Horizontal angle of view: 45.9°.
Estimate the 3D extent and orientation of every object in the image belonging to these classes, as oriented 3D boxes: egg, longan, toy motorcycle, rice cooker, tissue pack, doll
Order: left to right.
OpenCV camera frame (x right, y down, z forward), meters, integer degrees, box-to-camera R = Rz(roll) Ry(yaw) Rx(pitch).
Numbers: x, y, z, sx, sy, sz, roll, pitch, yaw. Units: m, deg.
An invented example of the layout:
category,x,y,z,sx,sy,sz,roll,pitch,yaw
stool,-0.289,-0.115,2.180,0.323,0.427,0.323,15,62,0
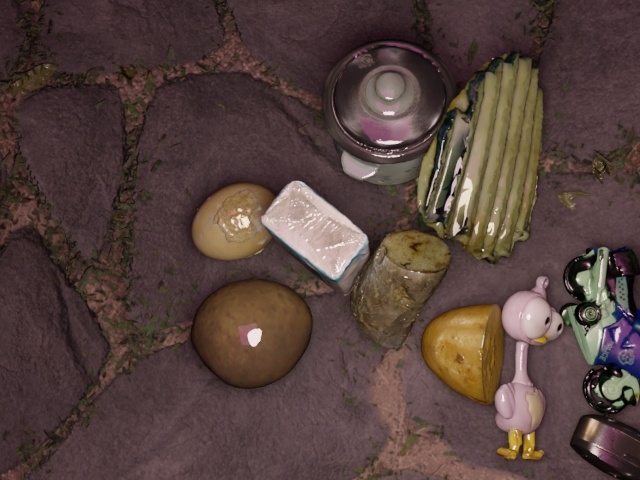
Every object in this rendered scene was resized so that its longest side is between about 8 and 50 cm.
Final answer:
category,x,y,z,sx,sy,sz,roll,pitch,yaw
egg,-0.180,-0.039,1.610,0.201,0.164,0.164,-28,78,5
longan,-0.135,0.185,1.544,0.246,0.215,0.246,9,42,-8
tissue pack,0.002,0.002,1.527,0.201,0.271,0.124,42,85,11
rice cooker,0.139,-0.256,1.551,0.264,0.316,0.316,33,84,10
doll,0.410,0.248,1.507,0.094,0.160,0.365,5,81,49
rice cooker,0.573,0.405,1.473,0.165,0.112,0.106,20,76,4
toy motorcycle,0.596,0.173,1.513,0.196,0.125,0.331,-7,81,-4

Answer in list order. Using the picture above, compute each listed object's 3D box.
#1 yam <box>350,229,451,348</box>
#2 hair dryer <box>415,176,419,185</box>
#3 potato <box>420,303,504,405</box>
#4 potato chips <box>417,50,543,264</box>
category,x,y,z,sx,sy,sz,roll,pitch,yaw
yam,0.148,0.091,1.499,0.154,0.254,0.154,10,47,-11
hair dryer,0.267,-0.128,1.631,0.137,0.082,0.047,5,80,23
potato,0.279,0.220,1.521,0.158,0.203,0.178,2,40,29
potato chips,0.345,-0.170,1.511,0.070,0.358,0.429,11,90,47
